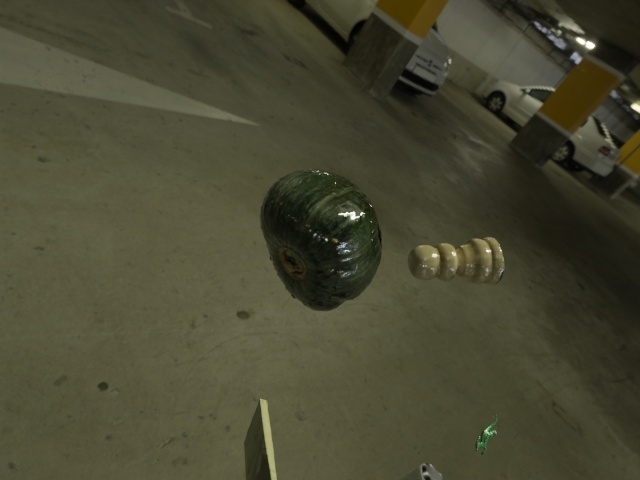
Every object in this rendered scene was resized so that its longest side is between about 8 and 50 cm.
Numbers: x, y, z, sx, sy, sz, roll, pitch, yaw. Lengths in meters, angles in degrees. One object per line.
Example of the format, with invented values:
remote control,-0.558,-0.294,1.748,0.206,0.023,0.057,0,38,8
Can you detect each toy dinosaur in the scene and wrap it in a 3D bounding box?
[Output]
toy dinosaur,0.352,0.415,0.917,0.062,0.083,0.021,17,-9,-37

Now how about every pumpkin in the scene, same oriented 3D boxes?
pumpkin,0.000,0.000,1.005,0.292,0.327,0.257,34,51,28

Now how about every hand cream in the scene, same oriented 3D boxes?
hand cream,0.258,0.880,1.428,0.185,0.358,0.118,41,20,-7

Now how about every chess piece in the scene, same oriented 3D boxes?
chess piece,0.389,0.065,1.264,0.261,0.142,0.142,-2,38,-6

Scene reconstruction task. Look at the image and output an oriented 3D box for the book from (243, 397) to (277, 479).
book,-0.173,0.624,1.202,0.026,0.201,0.289,13,21,-20
